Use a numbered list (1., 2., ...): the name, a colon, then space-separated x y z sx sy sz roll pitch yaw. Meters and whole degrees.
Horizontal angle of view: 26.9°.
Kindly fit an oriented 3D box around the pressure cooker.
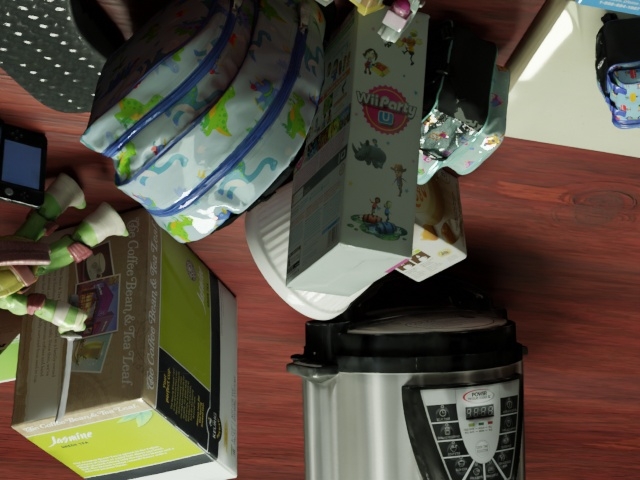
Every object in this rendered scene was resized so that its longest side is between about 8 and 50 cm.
1. pressure cooker: 0.144 0.259 2.162 0.375 0.420 0.370 -1 -179 14

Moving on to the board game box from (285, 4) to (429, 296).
1. board game box: 0.040 -0.104 1.624 0.097 0.303 0.224 9 164 -17

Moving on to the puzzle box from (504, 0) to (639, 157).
1. puzzle box: 0.450 -0.211 1.773 0.409 0.052 0.272 8 145 -16

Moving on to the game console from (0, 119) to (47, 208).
1. game console: -0.406 -0.118 1.776 0.107 0.122 0.071 15 143 -26

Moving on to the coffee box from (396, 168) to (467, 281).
1. coffee box: 0.091 -0.060 1.896 0.098 0.141 0.246 -29 140 34

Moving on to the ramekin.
1. ramekin: 0.000 0.000 1.932 0.109 0.207 0.207 -37 135 28

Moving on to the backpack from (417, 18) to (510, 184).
1. backpack: 0.150 -0.164 1.714 0.144 0.166 0.188 28 140 -25

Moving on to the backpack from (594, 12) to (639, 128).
1. backpack: 0.415 -0.195 1.643 0.158 0.117 0.173 -6 150 5

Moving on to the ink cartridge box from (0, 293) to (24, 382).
1. ink cartridge box: -0.511 0.183 2.096 0.188 0.255 0.097 -12 113 24

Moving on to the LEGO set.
1. LEGO set: -0.007 -0.339 1.491 0.287 0.132 0.107 27 124 -4

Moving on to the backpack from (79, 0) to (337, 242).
1. backpack: -0.128 -0.155 1.510 0.290 0.355 0.273 -30 132 23

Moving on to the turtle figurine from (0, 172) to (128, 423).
1. turtle figurine: -0.401 0.057 1.893 0.198 0.266 0.275 12 143 55

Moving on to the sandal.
1. sandal: -0.346 -0.283 1.565 0.167 0.107 0.446 -9 160 6

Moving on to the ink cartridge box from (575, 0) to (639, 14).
1. ink cartridge box: 0.427 -0.382 1.433 0.223 0.129 0.307 8 146 -15

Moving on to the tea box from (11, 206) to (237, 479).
1. tea box: -0.288 0.181 2.063 0.220 0.329 0.323 -14 145 16
